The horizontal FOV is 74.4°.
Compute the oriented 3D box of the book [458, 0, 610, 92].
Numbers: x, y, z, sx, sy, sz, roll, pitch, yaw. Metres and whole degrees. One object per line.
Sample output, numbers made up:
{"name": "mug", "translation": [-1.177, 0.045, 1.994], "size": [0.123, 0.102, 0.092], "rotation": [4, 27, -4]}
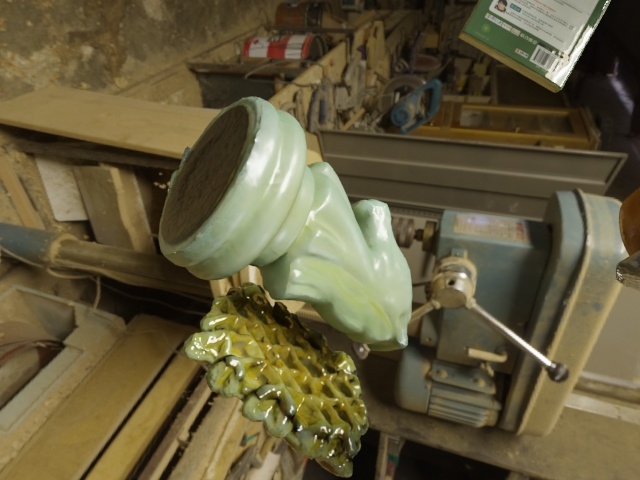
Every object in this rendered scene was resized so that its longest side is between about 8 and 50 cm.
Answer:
{"name": "book", "translation": [0.392, -0.421, 0.734], "size": [0.264, 0.202, 0.027], "rotation": [-61, 180, -2]}

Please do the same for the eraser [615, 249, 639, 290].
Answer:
{"name": "eraser", "translation": [0.426, -0.040, 0.325], "size": [0.111, 0.352, 0.077], "rotation": [18, 40, -54]}

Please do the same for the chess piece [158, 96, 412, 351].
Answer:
{"name": "chess piece", "translation": [0.000, 0.000, 0.450], "size": [0.298, 0.176, 0.175], "rotation": [32, 64, -34]}

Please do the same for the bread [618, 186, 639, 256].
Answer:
{"name": "bread", "translation": [0.991, -0.034, 1.055], "size": [0.253, 0.348, 0.376], "rotation": [-34, 173, -22]}

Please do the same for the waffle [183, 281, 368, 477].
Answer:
{"name": "waffle", "translation": [-0.037, 0.144, 0.461], "size": [0.054, 0.223, 0.204], "rotation": [-50, -175, 11]}
